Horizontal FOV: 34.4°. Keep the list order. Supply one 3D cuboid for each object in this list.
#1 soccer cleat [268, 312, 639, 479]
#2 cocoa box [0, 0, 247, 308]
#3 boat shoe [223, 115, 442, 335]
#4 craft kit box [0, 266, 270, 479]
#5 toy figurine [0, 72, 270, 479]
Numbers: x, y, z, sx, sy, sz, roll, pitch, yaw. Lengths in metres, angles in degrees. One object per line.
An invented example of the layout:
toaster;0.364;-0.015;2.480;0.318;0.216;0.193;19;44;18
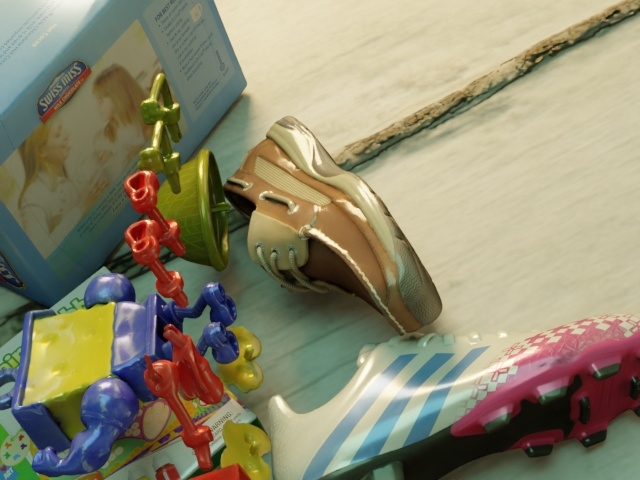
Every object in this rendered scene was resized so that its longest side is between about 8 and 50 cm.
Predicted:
soccer cleat;0.110;0.110;0.803;0.331;0.116;0.143;-23;48;-2
cocoa box;-0.280;-0.148;1.055;0.228;0.231;0.347;19;60;29
boat shoe;0.000;0.000;0.916;0.116;0.123;0.324;-37;32;-2
craft kit box;-0.212;0.173;0.896;0.250;0.061;0.247;-41;49;-16
toy figurine;-0.185;0.058;0.829;0.217;0.191;0.362;-21;44;11
